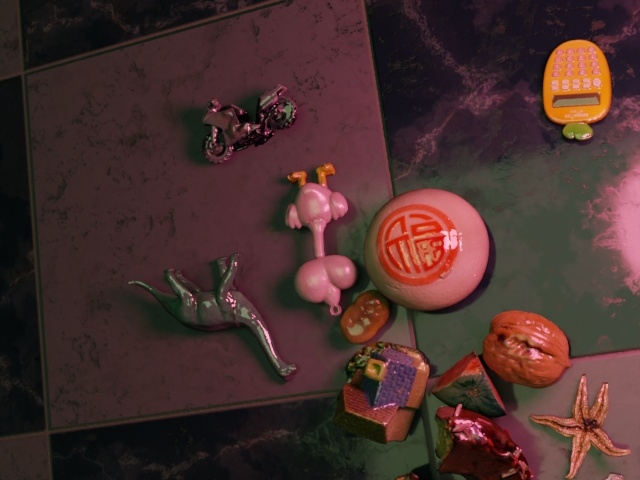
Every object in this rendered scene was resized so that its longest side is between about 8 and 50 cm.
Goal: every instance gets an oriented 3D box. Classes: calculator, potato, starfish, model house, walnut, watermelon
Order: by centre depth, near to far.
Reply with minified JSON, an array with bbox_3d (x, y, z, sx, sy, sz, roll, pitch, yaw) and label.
[{"bbox_3d":[0.328,0.328,1.780,0.128,0.231,0.146,-45,86,4],"label":"watermelon"},{"bbox_3d":[0.546,0.393,1.782,0.216,0.050,0.223,15,75,26],"label":"starfish"},{"bbox_3d":[0.438,0.232,1.793,0.184,0.155,0.155,20,89,25],"label":"walnut"},{"bbox_3d":[0.119,0.324,1.864,0.195,0.189,0.214,22,90,18],"label":"model house"},{"bbox_3d":[0.571,-0.335,1.890,0.146,0.032,0.235,-1,80,19],"label":"calculator"},{"bbox_3d":[0.103,0.175,1.951,0.091,0.070,0.138,44,105,14],"label":"potato"}]

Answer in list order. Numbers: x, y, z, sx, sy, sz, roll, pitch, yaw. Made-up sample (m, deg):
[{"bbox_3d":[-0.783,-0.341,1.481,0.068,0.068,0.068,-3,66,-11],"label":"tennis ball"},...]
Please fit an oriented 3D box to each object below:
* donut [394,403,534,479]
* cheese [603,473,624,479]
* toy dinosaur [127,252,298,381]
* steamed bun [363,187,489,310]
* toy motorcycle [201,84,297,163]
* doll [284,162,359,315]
[{"bbox_3d":[0.295,0.504,1.760,0.259,0.136,0.345,22,115,-11],"label":"donut"},{"bbox_3d":[0.605,0.544,1.751,0.067,0.026,0.121,7,85,20],"label":"cheese"},{"bbox_3d":[-0.266,0.214,2.066,0.383,0.129,0.331,-15,86,17],"label":"toy dinosaur"},{"bbox_3d":[0.227,0.016,1.876,0.283,0.177,0.283,-3,81,18],"label":"steamed bun"},{"bbox_3d":[-0.190,-0.305,2.105,0.270,0.106,0.159,-27,80,17],"label":"toy motorcycle"},{"bbox_3d":[0.000,0.000,2.000,0.160,0.094,0.365,-14,78,14],"label":"doll"}]
